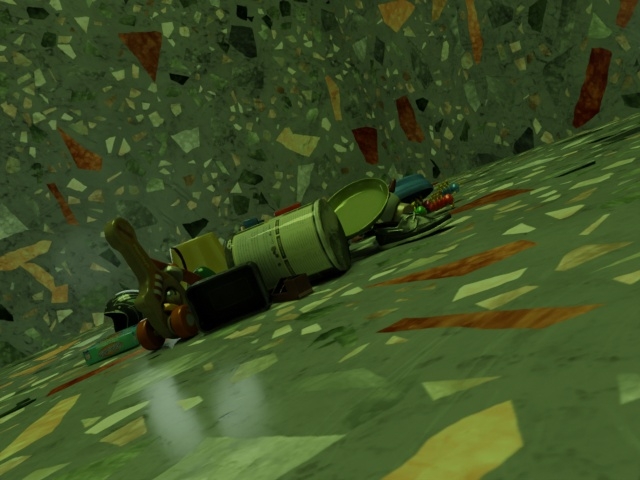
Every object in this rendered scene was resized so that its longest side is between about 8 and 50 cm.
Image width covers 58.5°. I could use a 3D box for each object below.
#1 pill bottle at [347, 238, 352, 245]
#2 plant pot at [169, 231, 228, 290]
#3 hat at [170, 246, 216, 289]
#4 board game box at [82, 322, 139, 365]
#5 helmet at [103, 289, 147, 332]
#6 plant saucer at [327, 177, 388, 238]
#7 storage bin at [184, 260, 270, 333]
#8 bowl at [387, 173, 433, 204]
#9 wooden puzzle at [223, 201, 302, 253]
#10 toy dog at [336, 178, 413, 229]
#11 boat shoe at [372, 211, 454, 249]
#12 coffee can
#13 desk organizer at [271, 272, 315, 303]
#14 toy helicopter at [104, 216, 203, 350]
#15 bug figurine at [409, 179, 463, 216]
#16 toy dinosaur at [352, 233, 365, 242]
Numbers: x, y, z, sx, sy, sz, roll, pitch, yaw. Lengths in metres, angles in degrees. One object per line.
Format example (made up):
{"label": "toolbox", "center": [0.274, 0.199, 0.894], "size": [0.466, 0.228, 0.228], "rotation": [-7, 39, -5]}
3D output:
{"label": "pill bottle", "center": [0.000, 0.000, 1.809], "size": [0.153, 0.153, 0.265], "rotation": [-21, 4, 21]}
{"label": "plant pot", "center": [-0.409, 0.107, 2.016], "size": [0.254, 0.239, 0.254], "rotation": [-21, 4, 2]}
{"label": "hat", "center": [-0.373, 0.091, 1.729], "size": [0.173, 0.183, 0.208], "rotation": [-25, 5, -34]}
{"label": "board game box", "center": [-0.623, 0.313, 1.781], "size": [0.160, 0.047, 0.210], "rotation": [-22, 3, 1]}
{"label": "helmet", "center": [-0.649, 0.248, 1.964], "size": [0.169, 0.161, 0.169], "rotation": [-22, 4, 2]}
{"label": "plant saucer", "center": [0.100, -0.086, 1.665], "size": [0.241, 0.037, 0.241], "rotation": [-25, 36, 20]}
{"label": "storage bin", "center": [-0.224, 0.137, 1.395], "size": [0.180, 0.122, 0.084], "rotation": [-22, 4, -1]}
{"label": "bowl", "center": [0.254, -0.139, 2.241], "size": [0.391, 0.077, 0.391], "rotation": [-27, -9, -5]}
{"label": "wooden puzzle", "center": [-0.169, -0.054, 1.976], "size": [0.348, 0.080, 0.322], "rotation": [-24, 0, -3]}
{"label": "toy dog", "center": [0.180, -0.126, 1.874], "size": [0.220, 0.161, 0.334], "rotation": [7, 8, 19]}
{"label": "boat shoe", "center": [0.246, -0.040, 1.545], "size": [0.233, 0.079, 0.084], "rotation": [-18, 4, 37]}
{"label": "coffee can", "center": [-0.085, 0.029, 1.518], "size": [0.275, 0.201, 0.201], "rotation": [-21, 4, 17]}
{"label": "desk organizer", "center": [-0.074, 0.116, 1.380], "size": [0.047, 0.050, 0.130], "rotation": [-25, 4, -34]}
{"label": "toy helicopter", "center": [-0.426, 0.089, 1.466], "size": [0.140, 0.355, 0.235], "rotation": [-21, 21, 19]}
{"label": "bug figurine", "center": [0.402, -0.136, 2.043], "size": [0.216, 0.072, 0.279], "rotation": [-27, 6, 26]}
{"label": "toy dinosaur", "center": [0.125, -0.009, 2.106], "size": [0.082, 0.047, 0.090], "rotation": [-40, 7, 23]}
